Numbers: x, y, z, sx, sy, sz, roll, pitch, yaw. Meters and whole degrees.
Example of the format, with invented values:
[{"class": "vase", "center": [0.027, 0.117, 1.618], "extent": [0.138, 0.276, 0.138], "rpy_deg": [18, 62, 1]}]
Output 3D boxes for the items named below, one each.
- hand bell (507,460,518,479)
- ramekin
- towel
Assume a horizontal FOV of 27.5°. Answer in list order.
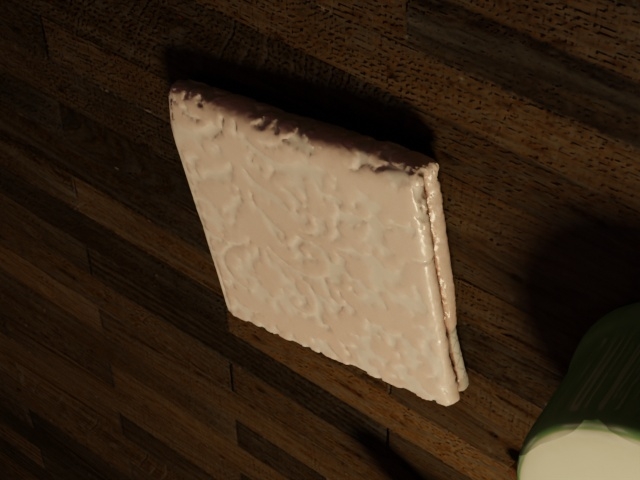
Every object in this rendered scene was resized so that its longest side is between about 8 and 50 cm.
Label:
[{"class": "hand bell", "center": [0.283, 0.313, 1.338], "extent": [0.242, 0.126, 0.126], "rpy_deg": [41, 148, 29]}, {"class": "ramekin", "center": [0.319, 0.214, 1.131], "extent": [0.303, 0.148, 0.303], "rpy_deg": [29, 143, 25]}, {"class": "towel", "center": [0.000, 0.000, 1.353], "extent": [0.332, 0.053, 0.317], "rpy_deg": [20, 139, 35]}]
